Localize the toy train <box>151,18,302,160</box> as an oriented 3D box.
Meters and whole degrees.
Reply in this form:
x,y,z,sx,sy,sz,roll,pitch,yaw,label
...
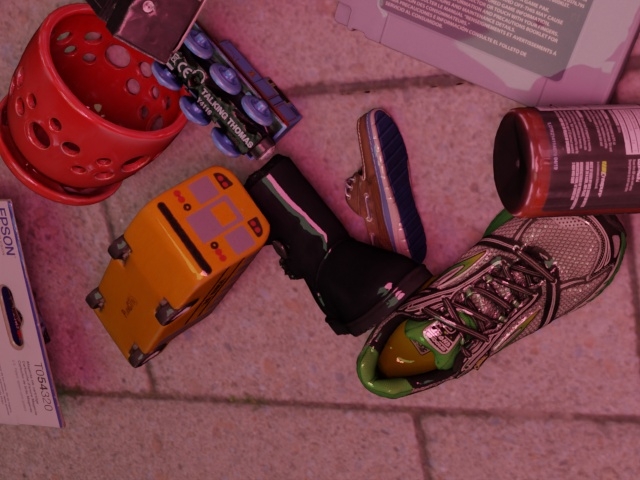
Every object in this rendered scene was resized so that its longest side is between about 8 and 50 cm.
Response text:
x,y,z,sx,sy,sz,roll,pitch,yaw,label
-0.108,-0.167,1.273,0.080,0.105,0.184,-42,90,26,toy train

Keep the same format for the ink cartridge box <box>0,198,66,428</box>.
x,y,z,sx,sy,sz,roll,pitch,yaw,label
-0.493,0.087,1.549,0.330,0.071,0.324,1,110,23,ink cartridge box

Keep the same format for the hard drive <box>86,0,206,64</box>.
x,y,z,sx,sy,sz,roll,pitch,yaw,label
-0.101,-0.340,1.063,0.064,0.237,0.338,26,99,-26,hard drive

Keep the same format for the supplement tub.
x,y,z,sx,sy,sz,roll,pitch,yaw,label
0.270,-0.075,1.081,0.198,0.106,0.106,-2,116,-12,supplement tub

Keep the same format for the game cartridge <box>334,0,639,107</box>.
x,y,z,sx,sy,sz,roll,pitch,yaw,label
0.171,-0.252,1.127,0.297,0.062,0.198,26,117,15,game cartridge

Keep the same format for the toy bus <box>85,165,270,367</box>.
x,y,z,sx,sy,sz,roll,pitch,yaw,label
-0.174,0.041,1.335,0.108,0.130,0.332,53,152,6,toy bus

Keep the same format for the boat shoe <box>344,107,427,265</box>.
x,y,z,sx,sy,sz,roll,pitch,yaw,label
0.061,-0.053,1.260,0.066,0.066,0.183,-4,109,30,boat shoe

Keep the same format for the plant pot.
x,y,z,sx,sy,sz,roll,pitch,yaw,label
-0.270,-0.146,1.316,0.191,0.191,0.174,50,127,0,plant pot

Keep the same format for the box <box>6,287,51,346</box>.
x,y,z,sx,sy,sz,roll,pitch,yaw,label
-0.504,0.088,1.623,0.233,0.044,0.159,-8,107,30,box

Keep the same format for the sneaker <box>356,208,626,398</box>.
x,y,z,sx,sy,sz,roll,pitch,yaw,label
0.177,0.072,1.209,0.134,0.146,0.343,48,123,1,sneaker

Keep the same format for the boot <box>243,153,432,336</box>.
x,y,z,sx,sy,sz,roll,pitch,yaw,label
0.000,0.000,1.246,0.207,0.094,0.246,50,164,-3,boot
